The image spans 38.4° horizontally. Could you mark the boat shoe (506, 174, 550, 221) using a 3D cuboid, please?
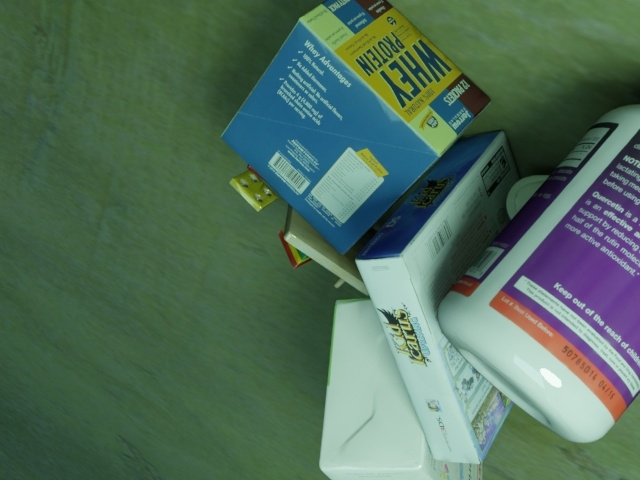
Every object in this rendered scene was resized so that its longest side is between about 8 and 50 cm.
[{"bbox_3d":[0.327,0.035,0.954,0.305,0.109,0.091,29,160,15],"label":"boat shoe"}]

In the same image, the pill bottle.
[{"bbox_3d":[0.267,0.008,0.820,0.181,0.323,0.181,42,175,4],"label":"pill bottle"}]

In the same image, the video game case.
[{"bbox_3d":[0.158,0.052,0.972,0.061,0.269,0.244,-6,117,38],"label":"video game case"}]

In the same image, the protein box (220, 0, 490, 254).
[{"bbox_3d":[0.035,-0.134,1.018,0.200,0.136,0.201,44,136,1],"label":"protein box"}]

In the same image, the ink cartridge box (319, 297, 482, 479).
[{"bbox_3d":[0.120,0.237,1.122,0.119,0.207,0.353,-6,147,20],"label":"ink cartridge box"}]

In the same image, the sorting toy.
[{"bbox_3d":[0.000,0.000,1.088,0.274,0.132,0.046,34,118,-18],"label":"sorting toy"}]
